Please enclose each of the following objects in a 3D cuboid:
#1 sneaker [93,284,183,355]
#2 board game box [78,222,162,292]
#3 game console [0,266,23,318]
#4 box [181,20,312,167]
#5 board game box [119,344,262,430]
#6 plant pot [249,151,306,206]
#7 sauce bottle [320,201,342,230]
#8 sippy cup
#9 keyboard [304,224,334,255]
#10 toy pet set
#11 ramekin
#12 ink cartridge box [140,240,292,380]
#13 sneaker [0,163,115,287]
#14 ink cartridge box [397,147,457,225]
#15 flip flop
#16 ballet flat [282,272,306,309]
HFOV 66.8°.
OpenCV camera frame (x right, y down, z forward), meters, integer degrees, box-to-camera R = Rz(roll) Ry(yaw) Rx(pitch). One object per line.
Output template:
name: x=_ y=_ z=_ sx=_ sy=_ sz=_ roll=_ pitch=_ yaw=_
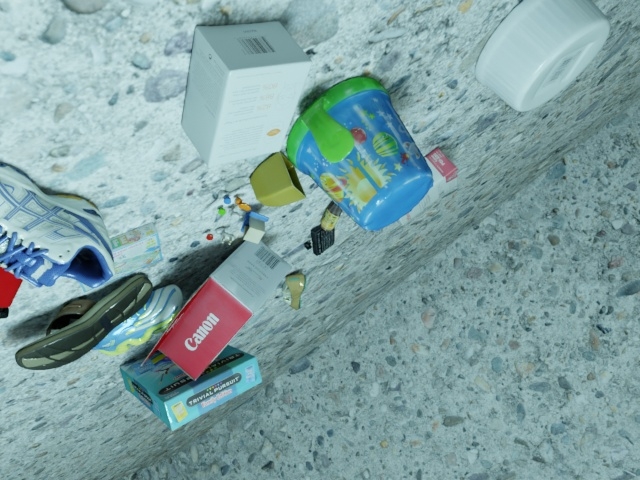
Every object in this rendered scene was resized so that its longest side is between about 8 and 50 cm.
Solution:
sneaker: x=-0.417 y=0.179 z=1.063 sx=0.240 sy=0.091 sz=0.126 roll=-39 pitch=158 yaw=11
board game box: x=-0.372 y=0.032 z=0.892 sx=0.154 sy=0.026 sz=0.103 roll=-25 pitch=158 yaw=-25
game console: x=-0.547 y=0.075 z=0.728 sx=0.124 sy=0.085 sz=0.144 roll=-8 pitch=167 yaw=18
box: x=-0.109 y=-0.202 z=0.681 sx=0.130 sy=0.091 sz=0.170 roll=-21 pitch=156 yaw=-35
board game box: x=-0.358 y=0.360 z=1.312 sx=0.253 sy=0.079 sz=0.336 roll=-21 pitch=-165 yaw=-37
plant pot: x=-0.089 y=-0.111 z=0.953 sx=0.083 sy=0.082 sz=0.081 roll=-25 pitch=162 yaw=11
sauce bottle: x=0.034 y=-0.075 z=1.286 sx=0.042 sy=0.042 sz=0.128 roll=-24 pitch=155 yaw=-29
sippy cup: x=0.089 y=-0.148 z=0.931 sx=0.305 sy=0.224 sz=0.240 roll=-20 pitch=155 yaw=-35
keyboard: x=0.000 y=0.000 z=1.430 sx=0.108 sy=0.023 sz=0.180 roll=-31 pitch=159 yaw=-11
toy pet set: x=-0.168 y=-0.049 z=1.025 sx=0.114 sy=0.065 sz=0.122 roll=19 pitch=129 yaw=-23
ramekin: x=0.503 y=-0.426 z=1.098 sx=0.277 sy=0.135 sz=0.277 roll=-30 pitch=160 yaw=-13
ink cartridge box: x=-0.243 y=0.178 z=1.138 sx=0.309 sy=0.130 sz=0.272 roll=-49 pitch=-178 yaw=35
sneaker: x=-0.384 y=-0.008 z=0.630 sx=0.112 sy=0.131 sz=0.296 roll=-38 pitch=159 yaw=14
ink cartridge box: x=0.294 y=-0.154 z=1.449 sx=0.218 sy=0.092 sz=0.158 roll=-39 pitch=160 yaw=5
flip flop: x=-0.464 y=0.151 z=0.960 sx=0.277 sy=0.080 sz=0.112 roll=-41 pitch=161 yaw=-31
ballet flat: x=-0.094 y=0.169 z=1.623 sx=0.073 sy=0.080 sz=0.232 roll=-1 pitch=149 yaw=-9
